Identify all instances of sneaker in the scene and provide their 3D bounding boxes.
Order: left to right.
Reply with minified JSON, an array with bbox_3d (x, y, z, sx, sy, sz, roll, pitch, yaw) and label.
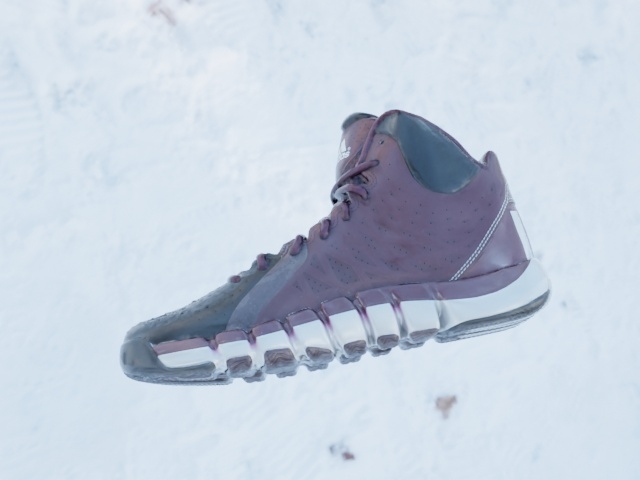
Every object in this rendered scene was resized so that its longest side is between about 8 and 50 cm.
[{"bbox_3d":[0.000,0.000,0.673,0.282,0.106,0.162,-10,78,-9],"label":"sneaker"}]
